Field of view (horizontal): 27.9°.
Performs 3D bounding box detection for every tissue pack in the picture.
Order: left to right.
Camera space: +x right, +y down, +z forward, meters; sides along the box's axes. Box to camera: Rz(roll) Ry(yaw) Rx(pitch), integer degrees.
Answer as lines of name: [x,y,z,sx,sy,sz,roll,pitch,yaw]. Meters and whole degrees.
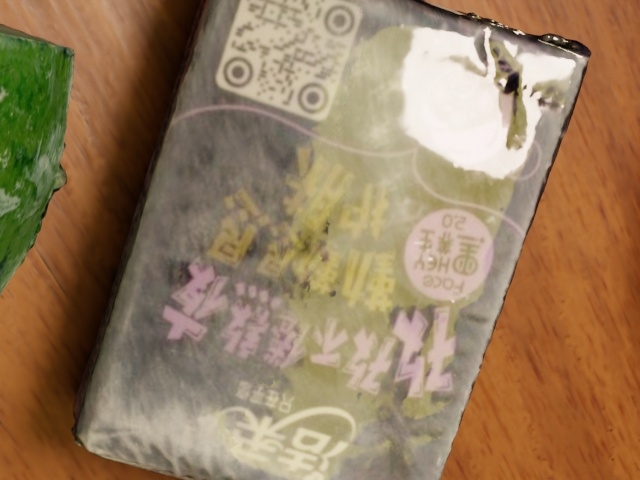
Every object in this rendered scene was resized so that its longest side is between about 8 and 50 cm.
tissue pack: [0.000,0.000,0.873,0.259,0.122,0.361,17,99,-6]

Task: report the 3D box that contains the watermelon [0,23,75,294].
watermelon: [-0.294,-0.031,0.758,0.302,0.151,0.264,22,96,-25]
